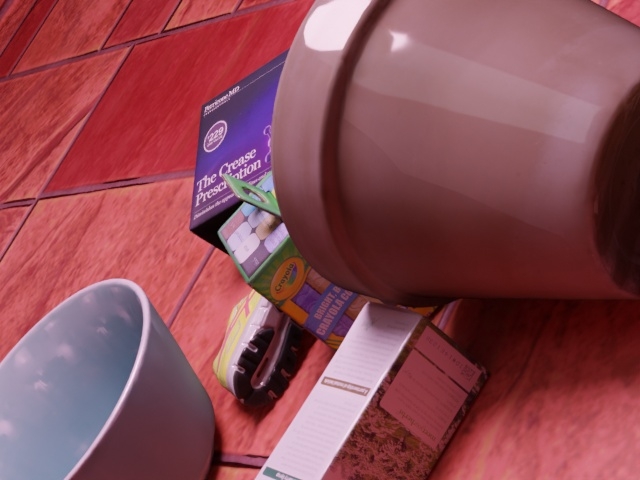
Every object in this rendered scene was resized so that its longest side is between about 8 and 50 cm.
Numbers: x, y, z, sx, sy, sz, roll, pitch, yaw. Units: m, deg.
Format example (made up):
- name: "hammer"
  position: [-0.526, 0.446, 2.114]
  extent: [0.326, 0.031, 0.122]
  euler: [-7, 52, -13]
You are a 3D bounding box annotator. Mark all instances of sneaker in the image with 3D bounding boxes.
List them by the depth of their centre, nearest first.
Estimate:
- name: "sneaker"
  position: [-0.048, 0.065, 1.802]
  extent: [0.208, 0.081, 0.094]
  euler: [-58, 26, -14]

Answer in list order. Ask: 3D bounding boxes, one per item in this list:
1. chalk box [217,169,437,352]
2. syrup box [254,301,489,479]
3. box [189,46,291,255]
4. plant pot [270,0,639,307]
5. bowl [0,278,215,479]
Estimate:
- name: "chalk box"
  position: [0.000, 0.000, 1.663]
  extent: [0.132, 0.213, 0.132]
  euler: [-47, 27, 6]
- name: "syrup box"
  position: [0.032, 0.178, 1.522]
  extent: [0.237, 0.093, 0.096]
  euler: [-57, 28, -13]
- name: "box"
  position: [-0.014, -0.112, 1.925]
  extent: [0.261, 0.103, 0.184]
  euler: [-30, 40, 35]
- name: "plant pot"
  position: [0.170, -0.078, 1.461]
  extent: [0.280, 0.323, 0.323]
  euler: [18, 69, 43]
- name: "bowl"
  position: [-0.223, 0.208, 1.792]
  extent: [0.311, 0.163, 0.311]
  euler: [-36, 31, 26]
